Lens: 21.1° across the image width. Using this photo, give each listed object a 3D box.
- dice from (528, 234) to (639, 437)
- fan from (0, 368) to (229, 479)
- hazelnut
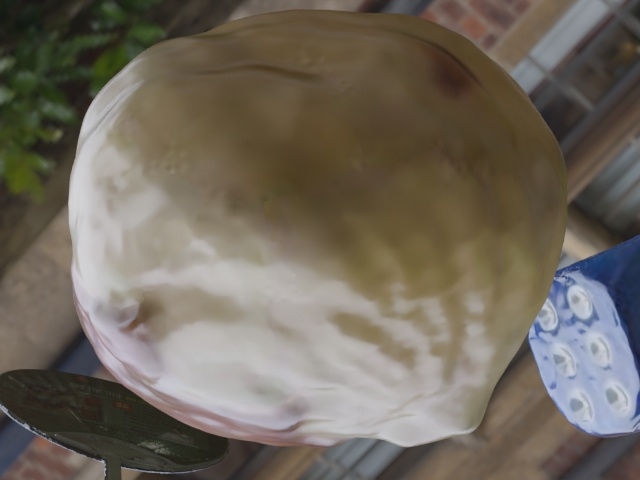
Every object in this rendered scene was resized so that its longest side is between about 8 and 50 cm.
[{"bbox_3d":[0.262,0.070,1.373,0.146,0.146,0.143,-21,-95,-28],"label":"dice"},{"bbox_3d":[-0.210,0.166,1.543,0.223,0.012,0.294,22,-167,17],"label":"fan"},{"bbox_3d":[0.000,0.000,0.871,0.241,0.261,0.261,59,-160,13],"label":"hazelnut"}]
